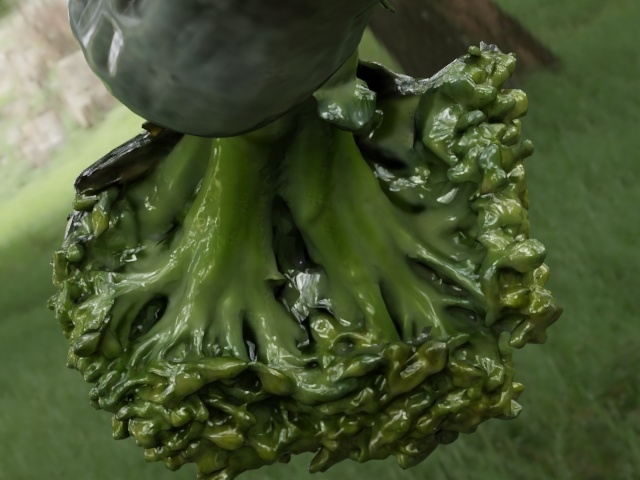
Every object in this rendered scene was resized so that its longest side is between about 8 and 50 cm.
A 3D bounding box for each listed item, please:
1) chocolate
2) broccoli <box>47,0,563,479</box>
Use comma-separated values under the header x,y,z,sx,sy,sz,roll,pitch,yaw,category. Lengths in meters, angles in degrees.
x,y,z,sx,sy,sz,roll,pitch,yaw,category
-0.005,-0.076,0.320,0.072,0.072,0.167,-32,-7,-31,chocolate
0.003,0.016,0.699,0.242,0.180,0.273,-18,-14,-13,broccoli
